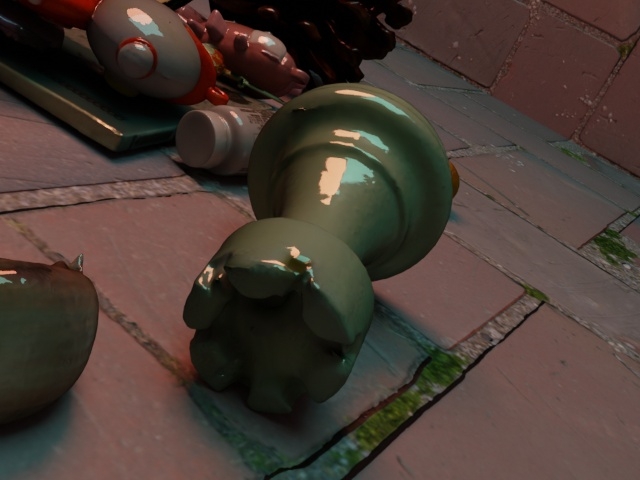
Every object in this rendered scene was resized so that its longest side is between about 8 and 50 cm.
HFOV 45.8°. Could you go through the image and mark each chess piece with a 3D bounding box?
[{"bbox_3d":[0.000,0.000,0.614,0.194,0.195,0.299,27,31,0],"label":"chess piece"}]

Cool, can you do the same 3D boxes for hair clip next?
[{"bbox_3d":[-0.397,-0.307,0.918,0.095,0.110,0.358,-37,51,-17],"label":"hair clip"}]

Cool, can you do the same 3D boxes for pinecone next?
[{"bbox_3d":[-0.016,-0.447,1.372,0.397,0.398,0.398,23,22,-10],"label":"pinecone"}]

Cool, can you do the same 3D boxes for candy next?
[{"bbox_3d":[-0.109,-0.224,1.072,0.184,0.049,0.055,23,3,-32],"label":"candy"}]

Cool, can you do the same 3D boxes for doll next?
[{"bbox_3d":[-0.247,-0.246,0.839,0.336,0.105,0.200,32,17,-13],"label":"doll"},{"bbox_3d":[-0.129,-0.275,1.146,0.261,0.093,0.211,22,-6,34],"label":"doll"}]

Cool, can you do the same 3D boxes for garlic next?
[{"bbox_3d":[-0.216,0.041,0.404,0.198,0.091,0.128,1,17,-35],"label":"garlic"}]

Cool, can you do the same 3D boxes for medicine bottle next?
[{"bbox_3d":[-0.094,-0.113,0.868,0.079,0.079,0.140,39,25,27],"label":"medicine bottle"}]

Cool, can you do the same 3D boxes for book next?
[{"bbox_3d":[-0.246,-0.202,0.955,0.264,0.031,0.379,30,22,11],"label":"book"}]

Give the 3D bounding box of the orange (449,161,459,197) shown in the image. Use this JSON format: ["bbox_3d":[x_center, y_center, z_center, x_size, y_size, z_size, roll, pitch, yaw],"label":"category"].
[{"bbox_3d":[0.165,-0.088,1.124,0.083,0.070,0.083,10,33,-6],"label":"orange"}]

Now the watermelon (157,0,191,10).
[{"bbox_3d":[-0.329,-0.430,1.247,0.303,0.159,0.128,12,52,2],"label":"watermelon"}]

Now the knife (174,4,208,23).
[{"bbox_3d":[-0.354,-0.484,1.366,0.398,0.038,0.132,31,16,-24],"label":"knife"}]
